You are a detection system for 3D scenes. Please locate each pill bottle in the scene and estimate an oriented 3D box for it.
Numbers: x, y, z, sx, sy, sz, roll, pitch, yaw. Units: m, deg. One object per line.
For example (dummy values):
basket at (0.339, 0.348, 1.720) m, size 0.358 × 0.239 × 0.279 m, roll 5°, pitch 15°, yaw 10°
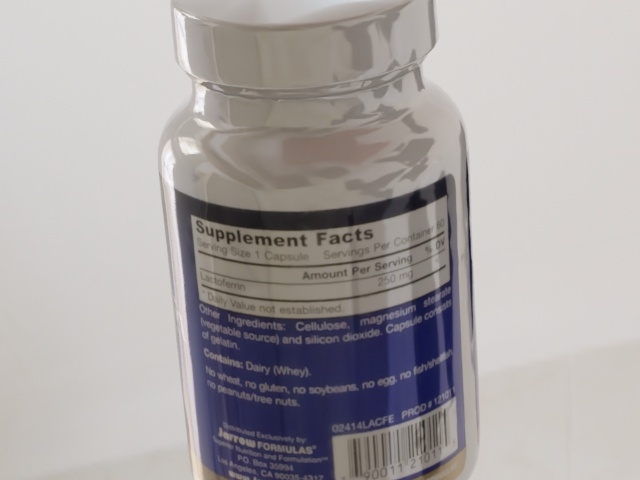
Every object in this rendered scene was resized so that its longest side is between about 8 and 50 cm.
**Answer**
pill bottle at (0.000, 0.000, 0.907) m, size 0.153 × 0.153 × 0.264 m, roll -1°, pitch -67°, yaw 7°
